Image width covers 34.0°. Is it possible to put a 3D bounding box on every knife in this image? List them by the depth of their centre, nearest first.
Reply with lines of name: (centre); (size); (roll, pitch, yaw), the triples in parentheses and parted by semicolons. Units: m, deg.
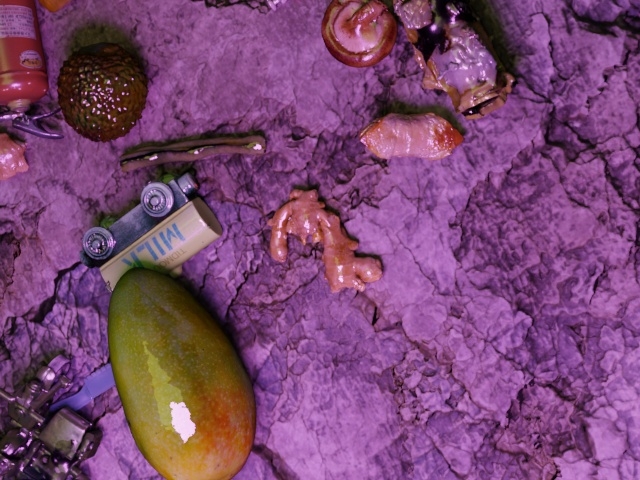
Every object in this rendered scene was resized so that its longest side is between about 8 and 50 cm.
knife: (-0.402, 0.259, 1.854); (0.313, 0.019, 0.044); (-32, 79, 13)

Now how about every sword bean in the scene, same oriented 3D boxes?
sword bean: (-0.217, -0.150, 1.779); (0.269, 0.038, 0.043); (-5, 83, 16)

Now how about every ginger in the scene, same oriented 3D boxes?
ginger: (0.000, 0.000, 1.705); (0.193, 0.052, 0.176); (-6, 94, 18)
ginger: (-0.605, -0.145, 1.883); (0.165, 0.067, 0.096); (-19, 106, 16)

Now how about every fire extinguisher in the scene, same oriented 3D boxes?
fire extinguisher: (-0.577, -0.346, 1.840); (0.200, 0.113, 0.376); (-12, 87, 3)

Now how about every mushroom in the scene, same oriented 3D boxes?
mushroom: (0.060, -0.335, 1.665); (0.127, 0.087, 0.127); (-1, 86, 16)

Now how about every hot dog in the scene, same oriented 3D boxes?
hot dog: (0.140, -0.166, 1.655); (0.169, 0.061, 0.078); (3, 100, -9)

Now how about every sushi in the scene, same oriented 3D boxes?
sushi: (0.182, -0.317, 1.608); (0.139, 0.131, 0.291); (-30, 90, 14)

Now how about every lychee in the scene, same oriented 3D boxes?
lychee: (-0.367, -0.244, 1.770); (0.171, 0.171, 0.171); (0, 91, 17)

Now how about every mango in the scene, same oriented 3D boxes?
mango: (-0.229, 0.216, 1.689); (0.201, 0.225, 0.382); (-30, 78, 32)

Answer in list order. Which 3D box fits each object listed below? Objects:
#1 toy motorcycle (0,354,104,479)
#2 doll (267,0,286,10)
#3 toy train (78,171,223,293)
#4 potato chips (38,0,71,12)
toy motorcycle: (-0.468, 0.349, 1.802); (0.205, 0.127, 0.275); (32, 104, 8)
doll: (-0.049, -0.411, 1.724); (0.085, 0.040, 0.058); (-47, 65, 8)
toy train: (-0.286, -0.002, 1.778); (0.253, 0.105, 0.157); (-34, 95, 14)
potato chips: (-0.334, -0.506, 1.793); (0.407, 0.080, 0.057); (-29, 92, 16)
